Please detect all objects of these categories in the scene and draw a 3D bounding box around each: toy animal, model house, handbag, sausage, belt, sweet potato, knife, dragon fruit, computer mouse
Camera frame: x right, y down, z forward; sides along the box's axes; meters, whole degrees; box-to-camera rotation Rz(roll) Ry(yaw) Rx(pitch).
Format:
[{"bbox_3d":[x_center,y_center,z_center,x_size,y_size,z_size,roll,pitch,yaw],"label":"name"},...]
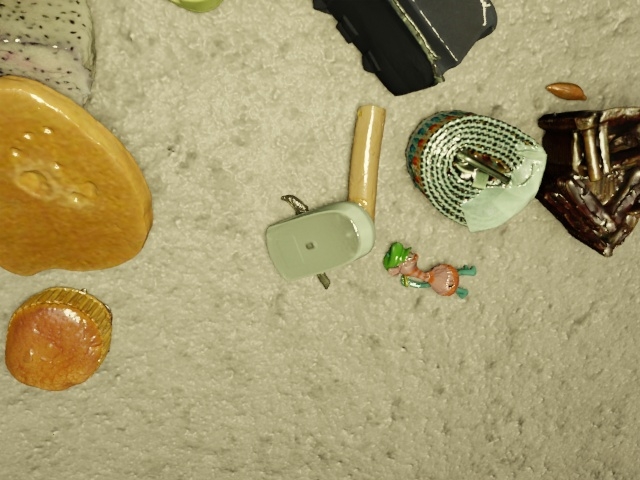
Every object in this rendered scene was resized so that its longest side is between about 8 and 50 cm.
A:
[{"bbox_3d":[0.234,0.073,0.985,0.208,0.100,0.103,13,143,-15],"label":"toy animal"},{"bbox_3d":[0.571,-0.110,0.876,0.296,0.317,0.283,-2,103,5],"label":"model house"},{"bbox_3d":[0.088,-0.379,0.701,0.122,0.329,0.303,-43,102,3],"label":"handbag"},{"bbox_3d":[0.088,-0.115,0.912,0.065,0.066,0.302,0,105,-9],"label":"sausage"},{"bbox_3d":[0.298,-0.139,0.891,0.257,0.150,0.207,25,110,-14],"label":"belt"},{"bbox_3d":[0.507,-0.308,0.933,0.094,0.034,0.034,11,104,-12],"label":"sweet potato"},{"bbox_3d":[-0.018,0.001,0.950,0.045,0.021,0.222,-23,104,5],"label":"knife"},{"bbox_3d":[-0.499,-0.309,0.702,0.282,0.221,0.204,0,62,-21],"label":"dragon fruit"},{"bbox_3d":[0.000,0.000,0.902,0.230,0.079,0.128,-14,98,23],"label":"computer mouse"}]

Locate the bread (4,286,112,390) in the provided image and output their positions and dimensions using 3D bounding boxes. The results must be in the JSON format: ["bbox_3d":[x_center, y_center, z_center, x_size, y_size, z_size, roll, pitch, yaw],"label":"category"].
[{"bbox_3d":[-0.515,0.197,0.891,0.198,0.104,0.199,-3,107,-10],"label":"bread"}]

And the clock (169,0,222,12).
[{"bbox_3d":[-0.264,-0.562,0.698,0.348,0.117,0.286,26,101,-15],"label":"clock"}]

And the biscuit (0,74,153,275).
[{"bbox_3d":[-0.485,-0.085,0.765,0.364,0.062,0.385,-11,135,0],"label":"biscuit"}]
